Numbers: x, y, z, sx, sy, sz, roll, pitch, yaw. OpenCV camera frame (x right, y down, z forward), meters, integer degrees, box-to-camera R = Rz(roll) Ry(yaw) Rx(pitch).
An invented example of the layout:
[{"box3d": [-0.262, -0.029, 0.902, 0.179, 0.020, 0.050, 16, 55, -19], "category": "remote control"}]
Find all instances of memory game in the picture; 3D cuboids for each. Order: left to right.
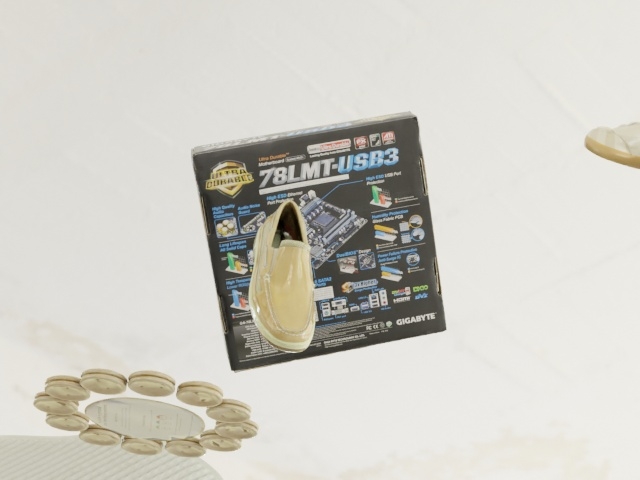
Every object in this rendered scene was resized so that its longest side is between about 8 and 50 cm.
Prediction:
[{"box3d": [-0.142, 0.142, 0.958, 0.186, 0.012, 0.186, 4, -28, 2], "category": "memory game"}]

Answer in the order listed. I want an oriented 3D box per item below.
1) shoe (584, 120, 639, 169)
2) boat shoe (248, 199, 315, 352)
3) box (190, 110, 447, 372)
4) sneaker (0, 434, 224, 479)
[{"box3d": [0.353, -0.086, 1.148, 0.076, 0.058, 0.219, 11, 9, -41], "category": "shoe"}, {"box3d": [-0.036, 0.029, 1.205, 0.068, 0.190, 0.072, 11, -52, -20], "category": "boat shoe"}, {"box3d": [0.000, 0.000, 1.524, 0.296, 0.293, 0.073, -11, 11, -5], "category": "box"}, {"box3d": [-0.264, 0.311, 1.332, 0.366, 0.135, 0.150, 3, -58, 22], "category": "sneaker"}]
